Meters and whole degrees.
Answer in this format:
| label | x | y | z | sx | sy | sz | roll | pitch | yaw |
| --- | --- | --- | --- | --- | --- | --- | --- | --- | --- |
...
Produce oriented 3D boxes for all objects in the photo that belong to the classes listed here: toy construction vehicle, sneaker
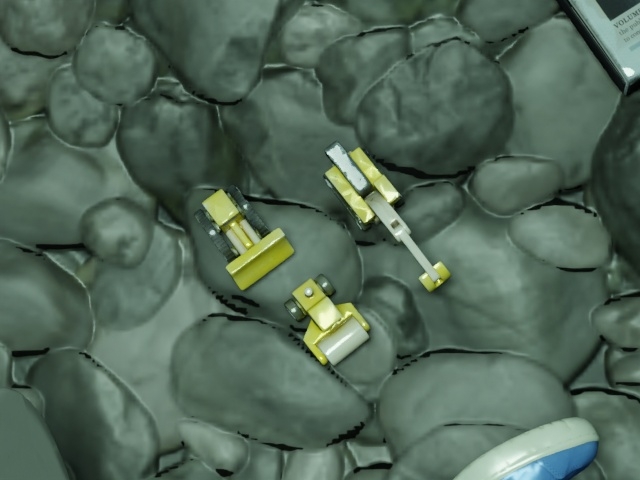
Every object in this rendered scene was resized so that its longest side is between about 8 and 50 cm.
| label | x | y | z | sx | sy | sz | roll | pitch | yaw |
| --- | --- | --- | --- | --- | --- | --- | --- | --- | --- |
| toy construction vehicle | 0.000 | 0.000 | 0.834 | 0.086 | 0.035 | 0.098 | -34 | 76 | -3 |
| sneaker | 0.070 | 0.146 | 0.779 | 0.152 | 0.058 | 0.084 | -35 | 70 | 2 |

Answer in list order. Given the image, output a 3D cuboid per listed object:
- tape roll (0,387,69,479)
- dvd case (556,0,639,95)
| label | x | y | z | sx | sy | sz | roll | pitch | yaw |
| --- | --- | --- | --- | --- | --- | --- | --- | --- | --- |
| tape roll | -0.187 | 0.186 | 0.704 | 0.169 | 0.246 | 0.246 | -7 | 76 | 3 |
| dvd case | 0.153 | -0.211 | 0.871 | 0.179 | 0.029 | 0.238 | -32 | 76 | -3 |
